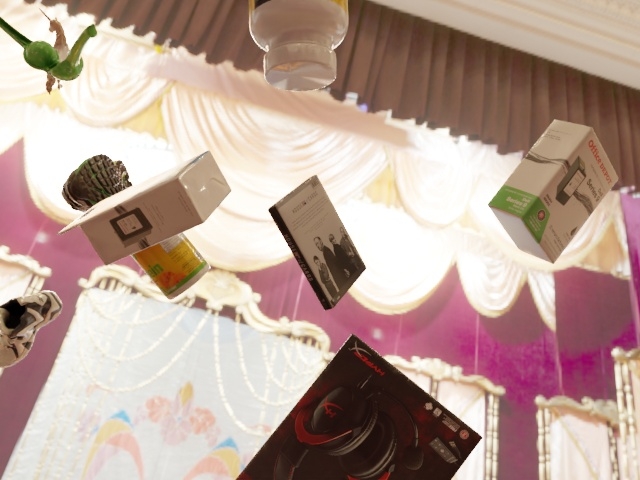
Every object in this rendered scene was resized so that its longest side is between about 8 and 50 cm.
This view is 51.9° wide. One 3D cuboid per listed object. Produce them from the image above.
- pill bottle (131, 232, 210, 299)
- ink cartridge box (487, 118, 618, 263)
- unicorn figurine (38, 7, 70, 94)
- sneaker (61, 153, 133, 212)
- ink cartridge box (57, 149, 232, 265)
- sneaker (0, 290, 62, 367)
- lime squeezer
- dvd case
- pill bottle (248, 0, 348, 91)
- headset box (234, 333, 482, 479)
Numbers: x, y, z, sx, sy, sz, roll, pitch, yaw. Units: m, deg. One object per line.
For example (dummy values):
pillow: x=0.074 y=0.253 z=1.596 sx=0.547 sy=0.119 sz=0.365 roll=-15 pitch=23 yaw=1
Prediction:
pill bottle: x=-0.403 y=0.016 z=1.646 sx=0.136 sy=0.136 sz=0.245 roll=-28 pitch=-76 yaw=44
ink cartridge box: x=0.583 y=-0.123 z=1.641 sx=0.211 sy=0.289 sz=0.121 roll=43 pitch=-8 yaw=-37
unicorn figurine: x=-0.584 y=-0.413 z=1.459 sx=0.060 sy=0.162 sz=0.111 roll=-5 pitch=-22 yaw=-20
sneaker: x=-0.511 y=-0.105 z=1.477 sx=0.146 sy=0.134 sz=0.343 roll=-22 pitch=5 yaw=-6
ink cartridge box: x=-0.207 y=-0.034 z=0.782 sx=0.180 sy=0.104 sz=0.060 roll=-21 pitch=-71 yaw=21
sneaker: x=-0.739 y=0.212 z=1.556 sx=0.235 sy=0.094 sz=0.153 roll=-40 pitch=-16 yaw=8
lime squeezer: x=-0.451 y=-0.313 z=1.067 sx=0.310 sy=0.059 sz=0.110 roll=22 pitch=-22 yaw=32
dvd case: x=0.000 y=0.000 z=1.365 sx=0.030 sy=0.179 sz=0.238 roll=-22 pitch=-77 yaw=36
pill bottle: x=-0.024 y=-0.256 z=0.685 sx=0.103 sy=0.184 sz=0.103 roll=-2 pitch=-10 yaw=0
headset box: x=0.038 y=0.309 z=0.884 sx=0.218 sy=0.293 sz=0.110 roll=38 pitch=-8 yaw=14
